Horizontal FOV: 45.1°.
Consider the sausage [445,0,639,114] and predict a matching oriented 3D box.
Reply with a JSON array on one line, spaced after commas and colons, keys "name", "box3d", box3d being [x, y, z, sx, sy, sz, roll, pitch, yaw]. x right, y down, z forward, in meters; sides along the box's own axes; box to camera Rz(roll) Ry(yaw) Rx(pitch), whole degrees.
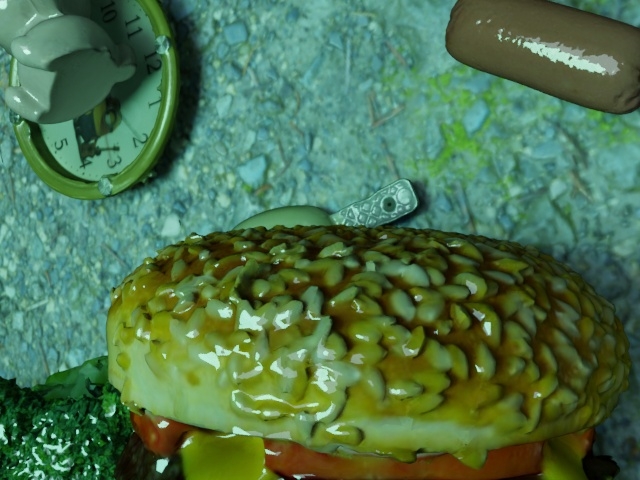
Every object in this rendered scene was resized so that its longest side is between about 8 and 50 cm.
[{"name": "sausage", "box3d": [0.164, -0.137, 0.552, 0.154, 0.062, 0.062, 28, 103, 29]}]

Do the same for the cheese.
[{"name": "cheese", "box3d": [0.000, 0.000, 0.661, 0.192, 0.037, 0.097, -27, 77, 28]}]

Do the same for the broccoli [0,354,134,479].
[{"name": "broccoli", "box3d": [-0.203, 0.199, 0.662, 0.265, 0.294, 0.245, -66, 32, 25]}]

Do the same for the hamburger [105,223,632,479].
[{"name": "hamburger", "box3d": [0.025, 0.113, 0.488, 0.329, 0.330, 0.250, -4, 86, 31]}]

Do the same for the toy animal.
[{"name": "toy animal", "box3d": [-0.266, -0.213, 0.714, 0.124, 0.124, 0.213, -41, 67, 24]}]

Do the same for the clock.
[{"name": "clock", "box3d": [-0.223, -0.157, 0.786, 0.236, 0.057, 0.237, 1, 92, 30]}]
